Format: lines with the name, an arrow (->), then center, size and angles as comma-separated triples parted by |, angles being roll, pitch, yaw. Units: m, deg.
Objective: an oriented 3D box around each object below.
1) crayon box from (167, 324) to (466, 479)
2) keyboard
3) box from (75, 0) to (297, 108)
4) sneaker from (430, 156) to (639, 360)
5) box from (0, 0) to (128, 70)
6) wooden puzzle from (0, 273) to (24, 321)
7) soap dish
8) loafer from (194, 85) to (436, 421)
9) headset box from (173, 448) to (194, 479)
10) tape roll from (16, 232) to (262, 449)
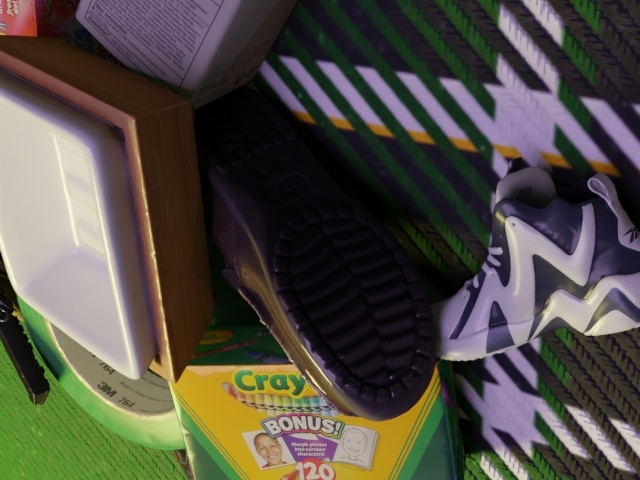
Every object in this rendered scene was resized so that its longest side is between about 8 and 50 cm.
crayon box -> -0.002, 0.173, 0.976 | 0.278, 0.081, 0.165 | -3, 114, 16
keyboard -> -0.419, 0.054, 1.219 | 0.317, 0.033, 0.201 | 60, 158, 7
box -> -0.074, -0.272, 0.808 | 0.148, 0.121, 0.311 | 45, 131, 6
sneaker -> 0.161, 0.010, 0.822 | 0.235, 0.094, 0.153 | -14, 100, 44
box -> -0.284, -0.185, 0.998 | 0.122, 0.128, 0.257 | 21, 125, 24
wooden puzzle -> -0.426, 0.073, 1.316 | 0.116, 0.014, 0.078 | 22, 129, 24
soap dish -> -0.207, -0.035, 0.895 | 0.229, 0.118, 0.291 | 28, 136, 32
loafer -> -0.020, 0.015, 0.906 | 0.366, 0.134, 0.130 | 58, 153, 25
headset box -> -0.148, 0.270, 1.215 | 0.062, 0.032, 0.083 | -15, 103, 39
tape roll -> -0.217, 0.090, 1.136 | 0.321, 0.077, 0.321 | 16, 122, 28
